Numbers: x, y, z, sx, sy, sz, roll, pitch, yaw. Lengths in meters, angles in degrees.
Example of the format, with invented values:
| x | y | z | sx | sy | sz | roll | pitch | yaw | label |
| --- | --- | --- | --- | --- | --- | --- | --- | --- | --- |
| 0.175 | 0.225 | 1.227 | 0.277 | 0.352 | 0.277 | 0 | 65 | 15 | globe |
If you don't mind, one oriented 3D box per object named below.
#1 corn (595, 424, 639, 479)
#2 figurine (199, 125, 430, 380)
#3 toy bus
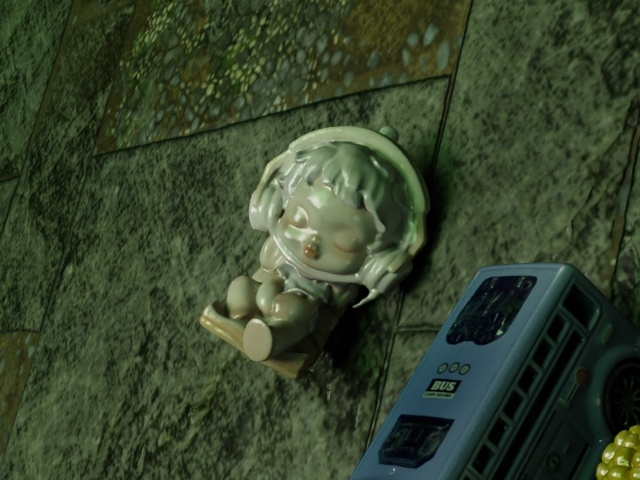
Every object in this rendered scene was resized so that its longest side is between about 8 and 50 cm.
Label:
| x | y | z | sx | sy | sz | roll | pitch | yaw | label |
| --- | --- | --- | --- | --- | --- | --- | --- | --- | --- |
| 0.192 | 0.241 | 0.834 | 0.101 | 0.101 | 0.310 | 1 | 71 | 56 | corn |
| 0.001 | 0.000 | 1.225 | 0.162 | 0.141 | 0.237 | 35 | 94 | 13 | figurine |
| 0.103 | 0.157 | 0.926 | 0.125 | 0.133 | 0.292 | -5 | 45 | 54 | toy bus |
